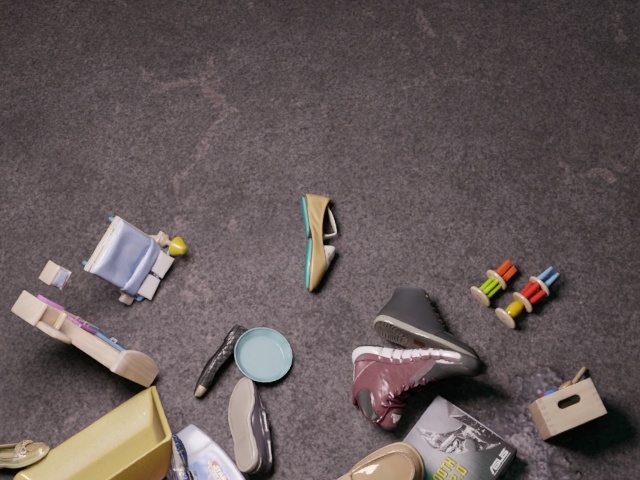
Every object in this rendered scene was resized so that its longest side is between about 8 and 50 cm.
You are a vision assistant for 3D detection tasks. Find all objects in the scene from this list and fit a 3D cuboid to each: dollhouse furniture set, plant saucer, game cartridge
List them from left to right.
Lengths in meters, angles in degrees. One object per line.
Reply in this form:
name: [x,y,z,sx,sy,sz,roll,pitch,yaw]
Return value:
plant saucer: [-0.419,0.436,1.806,0.333,0.333,0.081,-32,105,-9]
dollhouse furniture set: [-0.392,0.094,1.933,0.198,0.286,0.303,26,80,28]
game cartridge: [-0.229,0.507,1.839,0.198,0.062,0.297,-37,63,-6]
plant saucer: [-0.118,0.236,1.962,0.119,0.021,0.119,6,60,-11]

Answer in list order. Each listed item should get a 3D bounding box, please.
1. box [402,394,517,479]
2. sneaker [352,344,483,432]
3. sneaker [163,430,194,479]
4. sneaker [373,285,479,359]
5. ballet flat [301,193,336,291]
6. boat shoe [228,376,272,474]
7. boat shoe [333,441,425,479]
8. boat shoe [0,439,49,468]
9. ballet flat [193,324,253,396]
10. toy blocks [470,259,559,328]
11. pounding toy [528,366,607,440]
box: [0.229,0.434,1.800,0.183,0.056,0.231,34,72,23]
sneaker: [0.178,0.290,1.841,0.281,0.106,0.162,-3,70,39]
sneaker: [-0.284,0.427,1.832,0.058,0.052,0.135,-23,60,4]
sneaker: [0.228,0.169,1.924,0.222,0.083,0.118,26,54,10]
ballet flat: [0.000,0.000,2.054,0.073,0.080,0.232,1,63,-7]
boat shoe: [-0.134,0.367,1.901,0.075,0.065,0.206,-37,44,30]
boat shoe: [0.045,0.491,1.725,0.341,0.110,0.121,-42,68,4]
boat shoe: [-0.623,0.426,1.935,0.153,0.048,0.056,-11,18,10]
ballet flat: [-0.201,0.250,1.968,0.049,0.057,0.173,38,76,-9]
toy blocks: [0.399,0.089,1.953,0.148,0.054,0.123,-41,65,-12]
pounding toy: [0.466,0.299,1.802,0.141,0.130,0.100,-22,74,-3]
